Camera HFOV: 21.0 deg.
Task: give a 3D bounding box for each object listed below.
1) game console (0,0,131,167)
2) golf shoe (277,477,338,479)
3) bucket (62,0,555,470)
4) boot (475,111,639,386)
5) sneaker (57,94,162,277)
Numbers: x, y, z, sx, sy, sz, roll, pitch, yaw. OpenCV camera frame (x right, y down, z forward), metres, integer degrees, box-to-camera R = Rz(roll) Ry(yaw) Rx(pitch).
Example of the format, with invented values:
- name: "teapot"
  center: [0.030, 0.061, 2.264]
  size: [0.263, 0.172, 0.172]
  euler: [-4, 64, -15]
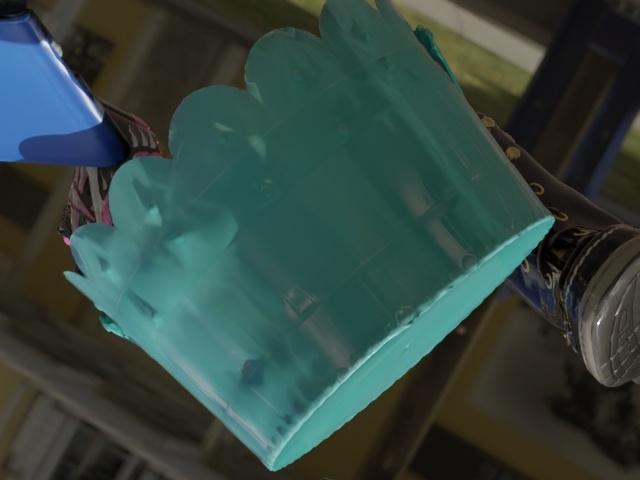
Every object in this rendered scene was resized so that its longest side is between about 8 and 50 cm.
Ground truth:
- name: "game console"
  center: [-0.265, -0.176, 1.016]
  size: [0.293, 0.250, 0.173]
  euler: [4, -178, 23]
- name: "golf shoe"
  center: [-0.030, 0.228, 1.181]
  size: [0.094, 0.077, 0.198]
  euler: [9, -161, -3]
- name: "bucket"
  center: [0.000, 0.000, 1.095]
  size: [0.183, 0.281, 0.281]
  euler: [49, -176, 10]
- name: "boot"
  center: [0.211, -0.001, 1.607]
  size: [0.284, 0.138, 0.377]
  euler: [40, -173, 20]
- name: "sneaker"
  center: [-0.166, -0.032, 1.284]
  size: [0.072, 0.077, 0.178]
  euler: [31, -147, -32]
